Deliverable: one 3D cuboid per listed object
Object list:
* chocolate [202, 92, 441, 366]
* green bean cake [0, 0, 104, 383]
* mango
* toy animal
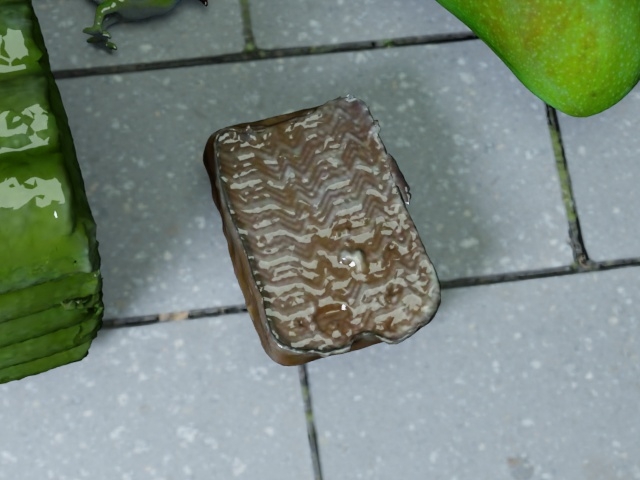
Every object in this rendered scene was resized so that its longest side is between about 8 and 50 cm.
[{"bbox_3d":[0.000,0.000,1.249,0.148,0.093,0.214,-15,73,-9],"label":"chocolate"},{"bbox_3d":[-0.290,-0.061,1.114,0.218,0.335,0.319,-15,69,-12],"label":"green bean cake"},{"bbox_3d":[0.156,-0.280,1.308,0.225,0.201,0.382,-23,85,-35],"label":"mango"},{"bbox_3d":[-0.204,-0.199,1.325,0.217,0.041,0.075,1,70,-1],"label":"toy animal"}]
